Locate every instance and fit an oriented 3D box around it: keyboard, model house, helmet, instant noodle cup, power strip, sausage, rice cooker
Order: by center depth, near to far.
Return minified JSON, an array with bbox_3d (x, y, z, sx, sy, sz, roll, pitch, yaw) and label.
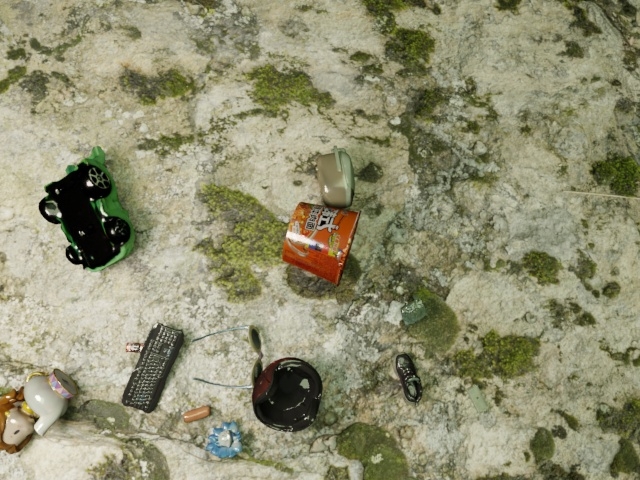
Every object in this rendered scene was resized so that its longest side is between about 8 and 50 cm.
[{"bbox_3d":[-0.098,0.445,1.505,0.189,0.193,0.216,39,84,-11],"label":"helmet"},{"bbox_3d":[-0.496,0.377,1.525,0.106,0.016,0.262,23,88,-9],"label":"keyboard"},{"bbox_3d":[-0.368,0.517,1.535,0.083,0.034,0.034,-15,80,-12],"label":"sausage"},{"bbox_3d":[0.000,0.000,1.603,0.192,0.250,0.251,16,76,5],"label":"instant noodle cup"},{"bbox_3d":[0.507,0.511,1.665,0.040,0.016,0.090,-25,83,-13],"label":"power strip"},{"bbox_3d":[0.300,0.226,1.684,0.083,0.066,0.079,-27,93,5],"label":"model house"},{"bbox_3d":[0.051,-0.204,1.696,0.127,0.145,0.206,-13,77,0],"label":"rice cooker"}]

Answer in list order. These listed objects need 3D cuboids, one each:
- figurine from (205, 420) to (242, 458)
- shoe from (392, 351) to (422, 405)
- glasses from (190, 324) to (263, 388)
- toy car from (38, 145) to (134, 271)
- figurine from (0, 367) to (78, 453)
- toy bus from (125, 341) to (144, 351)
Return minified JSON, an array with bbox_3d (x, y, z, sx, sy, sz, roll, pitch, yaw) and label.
[{"bbox_3d":[-0.285,0.589,1.507,0.114,0.079,0.114,3,51,-4],"label":"figurine"},{"bbox_3d":[0.281,0.432,1.609,0.071,0.099,0.169,-12,79,-8],"label":"shoe"},{"bbox_3d":[-0.282,0.356,1.554,0.220,0.088,0.190,-3,79,-8],"label":"glasses"},{"bbox_3d":[-0.686,-0.095,1.553,0.213,0.176,0.359,-28,91,19],"label":"toy car"},{"bbox_3d":[-0.819,0.478,1.431,0.263,0.142,0.189,-38,54,-12],"label":"figurine"},{"bbox_3d":[-0.530,0.324,1.550,0.110,0.043,0.031,3,78,-7],"label":"toy bus"}]
